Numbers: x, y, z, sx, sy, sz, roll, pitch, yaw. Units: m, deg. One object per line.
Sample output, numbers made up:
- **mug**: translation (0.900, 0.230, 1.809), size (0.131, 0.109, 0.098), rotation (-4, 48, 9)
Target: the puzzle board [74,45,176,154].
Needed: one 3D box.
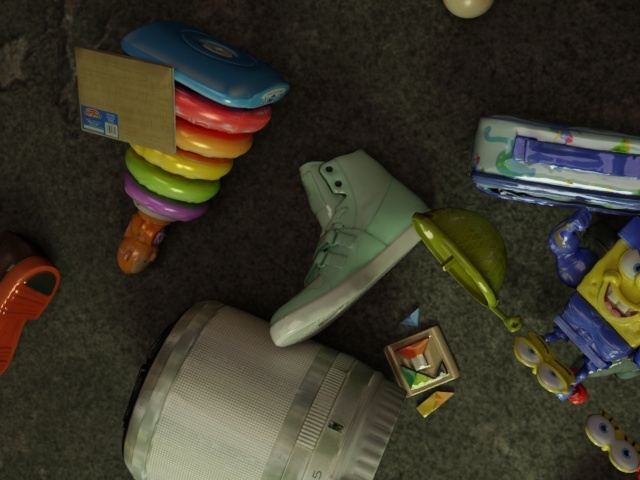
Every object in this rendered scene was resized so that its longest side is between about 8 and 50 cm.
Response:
- **puzzle board**: translation (-0.207, -0.151, 1.042), size (0.128, 0.011, 0.096), rotation (16, 121, 25)

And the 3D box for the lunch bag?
- **lunch bag**: translation (0.267, -0.080, 1.025), size (0.219, 0.176, 0.090), rotation (9, 96, 9)

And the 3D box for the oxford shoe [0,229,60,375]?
- **oxford shoe**: translation (-0.438, 0.109, 1.227), size (0.098, 0.097, 0.271), rotation (43, 97, 25)

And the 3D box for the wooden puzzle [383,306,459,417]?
- **wooden puzzle**: translation (0.120, 0.145, 1.153), size (0.078, 0.014, 0.116), rotation (-32, 88, 11)

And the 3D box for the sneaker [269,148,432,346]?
- **sneaker**: translation (0.000, 0.000, 1.075), size (0.151, 0.094, 0.256), rotation (46, 56, 5)

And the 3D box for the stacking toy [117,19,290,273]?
- **stacking toy**: translation (-0.172, -0.086, 1.132), size (0.165, 0.175, 0.302), rotation (29, 111, 10)

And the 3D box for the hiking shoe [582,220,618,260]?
- **hiking shoe**: translation (0.396, 0.029, 1.067), size (0.227, 0.086, 0.114), rotation (33, 91, -3)

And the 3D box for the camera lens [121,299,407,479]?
- **camera lens**: translation (-0.065, 0.206, 1.088), size (0.274, 0.219, 0.219), rotation (22, 98, 8)

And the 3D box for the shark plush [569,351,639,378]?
- **shark plush**: translation (0.354, 0.129, 1.054), size (0.161, 0.067, 0.073), rotation (0, 103, 43)

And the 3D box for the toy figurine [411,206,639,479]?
- **toy figurine**: translation (0.291, 0.049, 0.995), size (0.217, 0.191, 0.362), rotation (-43, 66, 8)

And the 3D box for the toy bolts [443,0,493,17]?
- **toy bolts**: translation (0.100, -0.344, 1.035), size (0.228, 0.218, 0.159), rotation (28, 106, 25)
